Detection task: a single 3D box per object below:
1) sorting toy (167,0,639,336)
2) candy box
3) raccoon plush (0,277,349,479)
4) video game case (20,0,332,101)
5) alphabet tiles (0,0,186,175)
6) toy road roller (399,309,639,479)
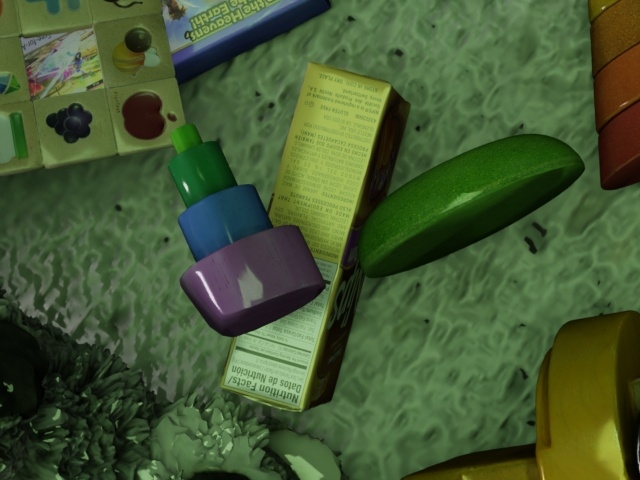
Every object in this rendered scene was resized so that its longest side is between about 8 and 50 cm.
[{"bbox_3d":[0.077,-0.068,0.960,0.365,0.127,0.126,-21,79,-23],"label":"sorting toy"},{"bbox_3d":[0.000,0.000,1.032,0.053,0.109,0.186,17,91,9],"label":"candy box"},{"bbox_3d":[-0.178,0.082,1.057,0.216,0.299,0.446,-52,50,18],"label":"raccoon plush"},{"bbox_3d":[-0.165,-0.191,1.084,0.269,0.061,0.244,-25,83,6],"label":"video game case"},{"bbox_3d":[-0.191,-0.144,1.006,0.198,0.009,0.237,-10,70,-7],"label":"alphabet tiles"},{"bbox_3d":[0.178,0.202,0.964,0.241,0.202,0.329,-11,86,22],"label":"toy road roller"}]
